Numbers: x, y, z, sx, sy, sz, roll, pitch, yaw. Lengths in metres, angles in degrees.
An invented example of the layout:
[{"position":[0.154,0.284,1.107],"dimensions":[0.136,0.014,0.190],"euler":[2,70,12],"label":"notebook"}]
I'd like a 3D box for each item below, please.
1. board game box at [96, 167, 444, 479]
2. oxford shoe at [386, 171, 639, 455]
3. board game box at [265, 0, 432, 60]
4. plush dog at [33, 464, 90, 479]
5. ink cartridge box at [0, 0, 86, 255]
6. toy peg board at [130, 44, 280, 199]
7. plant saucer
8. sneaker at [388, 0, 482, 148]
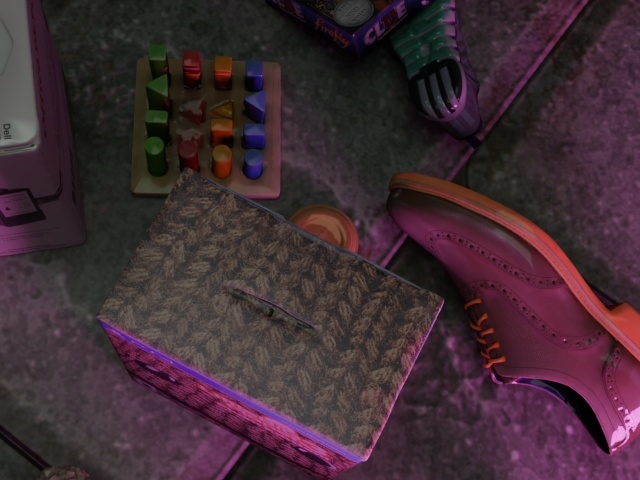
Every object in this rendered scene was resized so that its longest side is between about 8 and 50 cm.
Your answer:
[{"position":[-0.049,0.093,0.870],"dimensions":[0.232,0.291,0.141],"euler":[27,72,4],"label":"board game box"},{"position":[0.197,0.069,0.990],"dimensions":[0.363,0.130,0.133],"euler":[39,80,7],"label":"oxford shoe"},{"position":[0.073,-0.323,1.107],"dimensions":[0.243,0.042,0.165],"euler":[-42,55,-16],"label":"board game box"},{"position":[-0.282,0.326,0.809],"dimensions":[0.210,0.225,0.262],"euler":[-8,74,-8],"label":"plush dog"},{"position":[-0.305,-0.119,0.920],"dimensions":[0.114,0.273,0.198],"euler":[-8,74,-8],"label":"ink cartridge box"},{"position":[-0.122,-0.133,1.044],"dimensions":[0.160,0.079,0.161],"euler":[1,73,-5],"label":"toy peg board"},{"position":[0.000,0.000,1.049],"dimensions":[0.083,0.013,0.083],"euler":[1,74,-5],"label":"plant saucer"},{"position":[0.135,-0.205,1.107],"dimensions":[0.083,0.098,0.224],"euler":[-21,52,25],"label":"sneaker"}]
